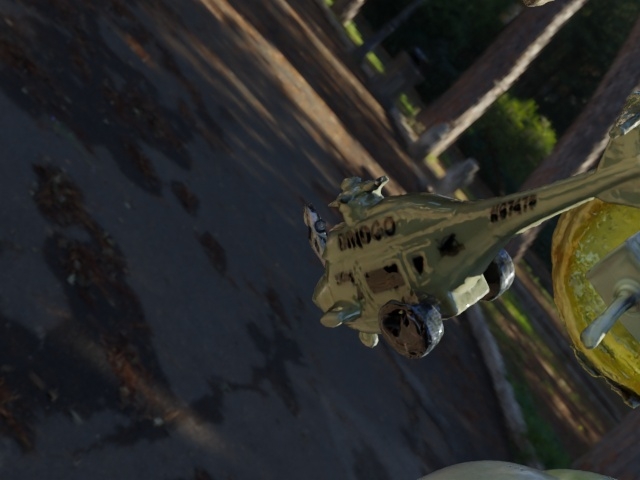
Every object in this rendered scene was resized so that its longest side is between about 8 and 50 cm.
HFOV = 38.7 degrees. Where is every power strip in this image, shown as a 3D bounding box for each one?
[{"bbox_3d":[0.207,0.028,0.551,0.175,0.042,0.075,-24,70,-41],"label":"power strip"}]

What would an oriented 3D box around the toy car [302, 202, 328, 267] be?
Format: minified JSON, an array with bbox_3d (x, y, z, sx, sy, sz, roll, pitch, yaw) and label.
[{"bbox_3d":[0.000,0.000,1.050,0.093,0.025,0.041,64,-9,-18],"label":"toy car"}]

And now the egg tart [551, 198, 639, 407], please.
[{"bbox_3d":[0.361,0.036,0.901,0.095,0.279,0.279,-8,54,-48],"label":"egg tart"}]

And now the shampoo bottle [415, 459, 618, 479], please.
[{"bbox_3d":[0.124,0.324,0.637,0.318,0.322,0.322,-11,54,-39],"label":"shampoo bottle"}]

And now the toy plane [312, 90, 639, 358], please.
[{"bbox_3d":[0.078,-0.005,0.502,0.092,0.286,0.108,-30,95,-36],"label":"toy plane"}]

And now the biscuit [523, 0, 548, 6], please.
[{"bbox_3d":[0.139,-0.249,0.530,0.055,0.061,0.219,-1,87,-45],"label":"biscuit"}]
